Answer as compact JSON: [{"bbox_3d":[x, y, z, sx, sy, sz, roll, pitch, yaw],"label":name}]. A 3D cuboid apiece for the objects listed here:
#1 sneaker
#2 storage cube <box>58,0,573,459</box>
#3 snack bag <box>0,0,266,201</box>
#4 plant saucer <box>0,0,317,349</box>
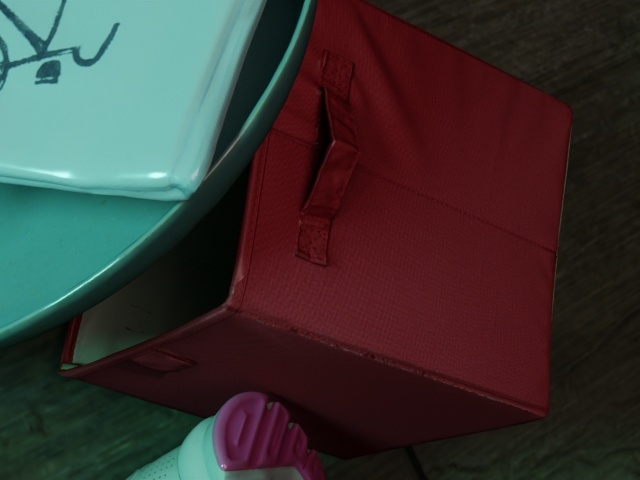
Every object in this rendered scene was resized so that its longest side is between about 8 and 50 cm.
[{"bbox_3d":[-0.025,0.193,0.732,0.252,0.111,0.103,59,25,-23],"label":"sneaker"},{"bbox_3d":[0.000,0.000,0.738,0.193,0.215,0.183,22,64,-29],"label":"storage cube"},{"bbox_3d":[-0.159,-0.160,0.621,0.343,0.037,0.323,9,59,18],"label":"snack bag"},{"bbox_3d":[-0.133,-0.069,0.653,0.043,0.318,0.317,52,51,-44],"label":"plant saucer"}]
